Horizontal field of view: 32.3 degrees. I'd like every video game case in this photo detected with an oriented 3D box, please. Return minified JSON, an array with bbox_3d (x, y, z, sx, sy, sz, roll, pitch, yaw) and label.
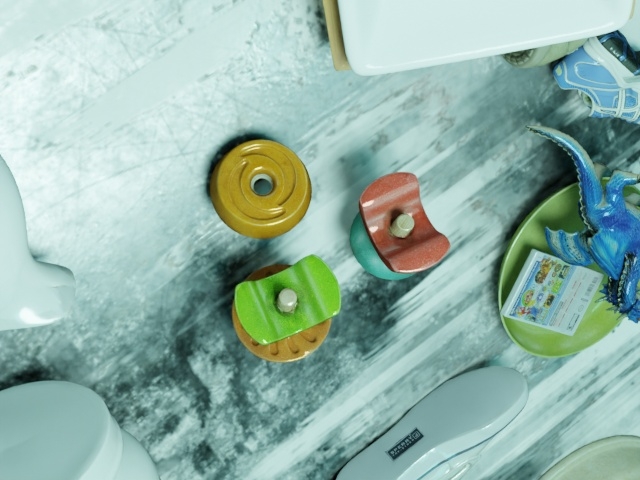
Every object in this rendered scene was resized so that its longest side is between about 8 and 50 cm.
[{"bbox_3d":[0.280,0.064,1.331,0.122,0.011,0.087,17,104,-34],"label":"video game case"}]

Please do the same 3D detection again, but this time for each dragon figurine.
[{"bbox_3d":[0.319,-0.009,1.265,0.289,0.085,0.144,34,87,-36],"label":"dragon figurine"}]

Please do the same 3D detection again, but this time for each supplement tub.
[{"bbox_3d":[-0.243,0.321,1.061,0.235,0.235,0.324,-26,122,-17],"label":"supplement tub"}]

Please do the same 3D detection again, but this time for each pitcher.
[{"bbox_3d":[-0.331,0.002,0.946,0.178,0.125,0.207,-23,134,-1],"label":"pitcher"}]

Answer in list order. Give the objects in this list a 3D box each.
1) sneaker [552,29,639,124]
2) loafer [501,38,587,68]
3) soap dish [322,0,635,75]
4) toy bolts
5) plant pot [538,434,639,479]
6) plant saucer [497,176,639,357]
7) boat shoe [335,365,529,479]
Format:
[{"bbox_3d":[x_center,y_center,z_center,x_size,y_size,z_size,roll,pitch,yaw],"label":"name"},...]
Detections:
[{"bbox_3d":[0.345,-0.176,1.276,0.081,0.080,0.211,-34,138,27],"label":"sneaker"},{"bbox_3d":[0.265,-0.307,1.149,0.092,0.102,0.268,-5,127,-39],"label":"loafer"},{"bbox_3d":[0.138,-0.278,0.993,0.291,0.118,0.229,-10,141,3],"label":"soap dish"},{"bbox_3d":[0.000,0.000,1.146,0.229,0.158,0.218,-19,80,-10],"label":"toy bolts"},{"bbox_3d":[0.456,0.486,1.490,0.334,0.305,0.333,-12,118,-24],"label":"plant pot"},{"bbox_3d":[0.309,0.030,1.362,0.241,0.037,0.241,-13,118,-25],"label":"plant saucer"},{"bbox_3d":[0.145,0.257,1.340,0.267,0.096,0.088,-38,129,-8],"label":"boat shoe"}]
